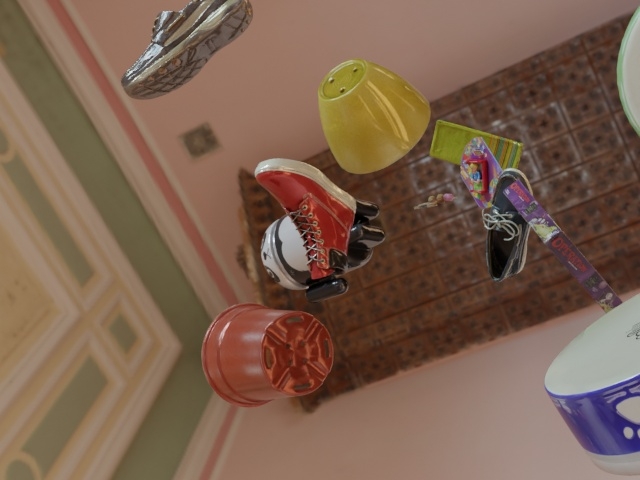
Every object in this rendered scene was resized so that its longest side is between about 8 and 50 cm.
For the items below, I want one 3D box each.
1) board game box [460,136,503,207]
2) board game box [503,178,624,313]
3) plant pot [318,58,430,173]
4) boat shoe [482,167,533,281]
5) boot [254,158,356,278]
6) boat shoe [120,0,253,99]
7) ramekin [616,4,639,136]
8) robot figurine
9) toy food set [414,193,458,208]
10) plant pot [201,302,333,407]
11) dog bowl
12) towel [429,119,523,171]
[{"bbox_3d":[0.365,-0.156,2.101,0.168,0.033,0.133,66,150,31],"label":"board game box"},{"bbox_3d":[0.522,0.036,1.849,0.347,0.056,0.208,41,-170,-33],"label":"board game box"},{"bbox_3d":[0.051,-0.162,1.072,0.095,0.134,0.134,48,-154,-37],"label":"plant pot"},{"bbox_3d":[0.402,-0.030,1.946,0.079,0.095,0.254,-28,-50,-44],"label":"boat shoe"},{"bbox_3d":[-0.028,-0.031,1.601,0.244,0.088,0.176,30,-122,-41],"label":"boot"},{"bbox_3d":[-0.324,-0.466,2.078,0.130,0.355,0.132,51,176,18],"label":"boat shoe"},{"bbox_3d":[0.533,-0.225,1.151,0.148,0.304,0.303,-25,-88,-61],"label":"ramekin"},{"bbox_3d":[-0.001,0.002,1.905,0.173,0.278,0.209,47,-141,-24],"label":"robot figurine"},{"bbox_3d":[0.301,-0.105,2.300,0.122,0.078,0.019,-21,-78,-52],"label":"toy food set"},{"bbox_3d":[-0.119,0.283,2.216,0.273,0.265,0.272,4,-99,-30],"label":"plant pot"},{"bbox_3d":[0.384,0.135,0.979,0.104,0.265,0.265,55,-161,-1],"label":"dog bowl"},{"bbox_3d":[0.396,-0.231,2.288,0.021,0.237,0.102,-20,-54,-58],"label":"towel"}]
